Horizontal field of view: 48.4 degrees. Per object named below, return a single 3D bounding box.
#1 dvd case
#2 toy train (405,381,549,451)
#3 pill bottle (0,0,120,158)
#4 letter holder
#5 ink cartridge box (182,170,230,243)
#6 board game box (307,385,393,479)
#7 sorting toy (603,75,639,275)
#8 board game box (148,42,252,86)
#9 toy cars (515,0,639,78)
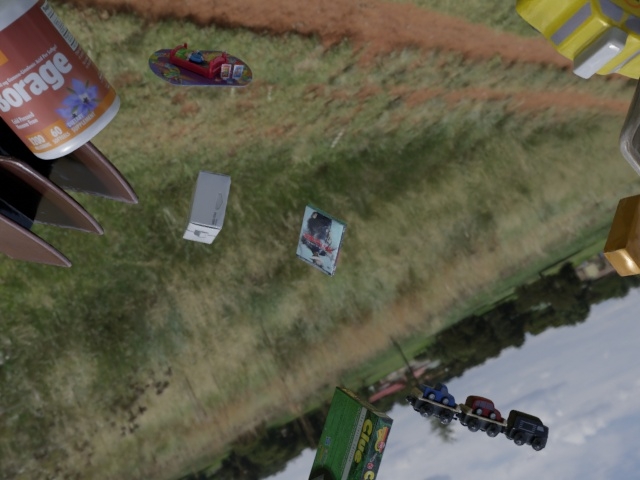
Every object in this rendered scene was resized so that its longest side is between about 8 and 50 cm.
[{"bbox_3d":[0.000,0.000,1.336,0.013,0.087,0.119,-35,147,-46],"label":"dvd case"},{"bbox_3d":[0.160,0.174,0.716,0.158,0.036,0.027,19,179,-12],"label":"toy train"},{"bbox_3d":[-0.334,-0.206,0.790,0.121,0.216,0.121,-23,-145,17],"label":"pill bottle"},{"bbox_3d":[-0.431,-0.069,1.091,0.215,0.151,0.302,10,162,10],"label":"letter holder"},{"bbox_3d":[-0.203,-0.057,1.260,0.056,0.099,0.135,12,166,-13],"label":"ink cartridge box"},{"bbox_3d":[0.023,0.348,0.992,0.030,0.259,0.136,17,180,-23],"label":"board game box"},{"bbox_3d":[0.343,-0.055,0.633,0.041,0.229,0.307,-17,-146,50],"label":"sorting toy"},{"bbox_3d":[-0.193,-0.296,1.159,0.169,0.133,0.033,-4,130,-24],"label":"board game box"},{"bbox_3d":[0.243,-0.269,0.659,0.177,0.087,0.393,1,150,34],"label":"toy cars"}]
